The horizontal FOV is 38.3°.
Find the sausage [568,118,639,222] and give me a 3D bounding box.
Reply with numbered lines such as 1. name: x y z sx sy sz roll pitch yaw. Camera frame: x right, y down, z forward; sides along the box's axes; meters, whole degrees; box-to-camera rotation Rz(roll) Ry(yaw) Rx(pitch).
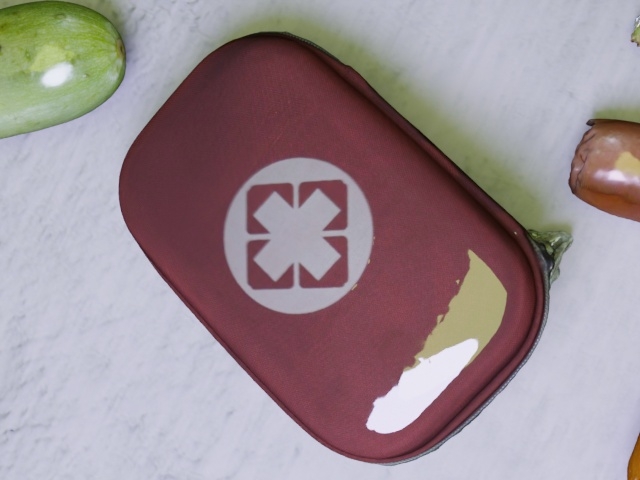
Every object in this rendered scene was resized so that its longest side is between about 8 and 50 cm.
1. sausage: 0.425 -0.025 0.783 0.419 0.094 0.094 14 112 16

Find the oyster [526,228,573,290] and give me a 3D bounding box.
1. oyster: 0.144 0.038 0.863 0.177 0.064 0.125 2 80 16

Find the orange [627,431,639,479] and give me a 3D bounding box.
1. orange: 0.381 0.210 0.786 0.224 0.170 0.224 0 95 5

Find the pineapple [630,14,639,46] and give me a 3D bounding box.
1. pineapple: 0.379 -0.181 0.812 0.164 0.140 0.250 -28 70 47

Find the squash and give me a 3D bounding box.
1. squash: -0.362 -0.144 0.885 0.370 0.118 0.118 -12 92 11

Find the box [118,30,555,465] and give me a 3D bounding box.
1. box: 0.000 0.000 0.814 0.404 0.108 0.263 44 99 16
